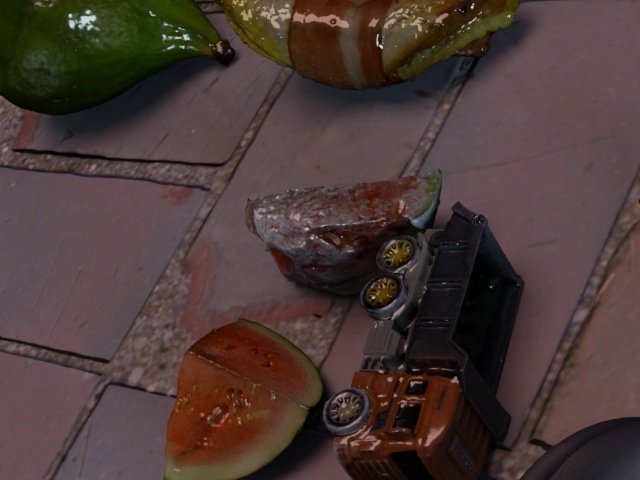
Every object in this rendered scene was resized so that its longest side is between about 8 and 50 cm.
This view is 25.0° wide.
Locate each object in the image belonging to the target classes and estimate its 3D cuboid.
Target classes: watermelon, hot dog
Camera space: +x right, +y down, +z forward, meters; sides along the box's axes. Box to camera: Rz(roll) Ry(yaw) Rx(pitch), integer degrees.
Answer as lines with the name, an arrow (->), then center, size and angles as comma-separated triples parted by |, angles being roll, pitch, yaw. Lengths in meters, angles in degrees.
watermelon -> 0.000, 0.000, 1.045 | 0.187, 0.139, 0.071 | -22, 69, 48
watermelon -> -0.067, 0.100, 1.031 | 0.125, 0.094, 0.135 | -33, 35, 23
hot dog -> 0.037, -0.176, 1.199 | 0.261, 0.093, 0.123 | 12, 53, 27

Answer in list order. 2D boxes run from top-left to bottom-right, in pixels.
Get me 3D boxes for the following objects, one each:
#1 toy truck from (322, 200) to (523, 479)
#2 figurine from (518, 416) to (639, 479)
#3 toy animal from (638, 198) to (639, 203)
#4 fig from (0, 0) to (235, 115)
toy truck -> 0.075, 0.073, 0.946 | 0.092, 0.083, 0.192 | -2, 53, 31
figurine -> 0.135, 0.211, 0.711 | 0.265, 0.175, 0.197 | -41, 34, -12
toy animal -> 0.297, -0.018, 0.858 | 0.218, 0.103, 0.101 | -19, 25, 28
fig -> -0.194, -0.208, 1.392 | 0.235, 0.203, 0.203 | 11, 53, -1
